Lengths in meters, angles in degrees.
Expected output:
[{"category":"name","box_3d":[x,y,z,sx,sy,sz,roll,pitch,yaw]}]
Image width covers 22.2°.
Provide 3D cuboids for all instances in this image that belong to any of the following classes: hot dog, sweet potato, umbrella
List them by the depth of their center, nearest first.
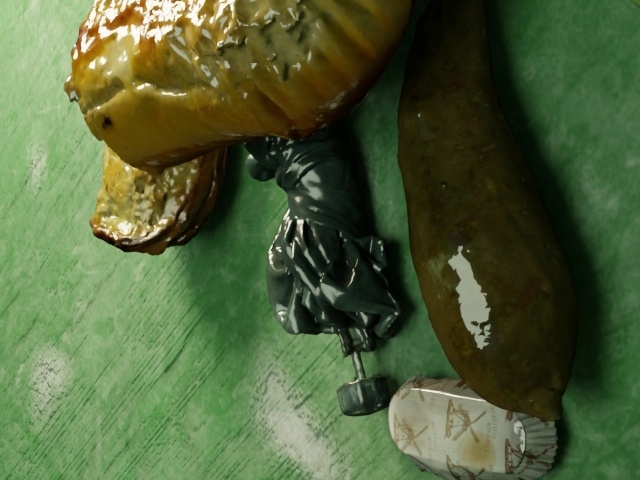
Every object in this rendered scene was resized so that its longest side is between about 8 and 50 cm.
[{"category":"sweet potato","box_3d":[0.133,-0.047,1.391,0.130,0.130,0.422,-29,63,49]},{"category":"hot dog","box_3d":[0.136,0.168,1.456,0.192,0.053,0.099,-3,92,49]},{"category":"hot dog","box_3d":[-0.031,-0.251,1.463,0.365,0.196,0.367,-12,55,55]},{"category":"umbrella","box_3d":[0.000,0.000,1.579,0.143,0.094,0.348,-22,78,55]},{"category":"hot dog","box_3d":[-0.173,-0.117,1.772,0.175,0.114,0.259,23,109,53]}]

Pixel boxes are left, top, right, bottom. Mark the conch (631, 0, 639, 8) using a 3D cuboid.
[{"category":"conch","box_3d":[0.269,-0.216,1.237,0.201,0.079,0.095,39,111,22]}]
